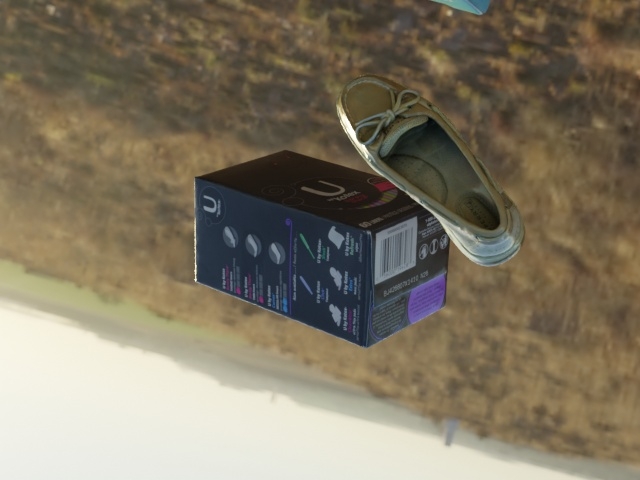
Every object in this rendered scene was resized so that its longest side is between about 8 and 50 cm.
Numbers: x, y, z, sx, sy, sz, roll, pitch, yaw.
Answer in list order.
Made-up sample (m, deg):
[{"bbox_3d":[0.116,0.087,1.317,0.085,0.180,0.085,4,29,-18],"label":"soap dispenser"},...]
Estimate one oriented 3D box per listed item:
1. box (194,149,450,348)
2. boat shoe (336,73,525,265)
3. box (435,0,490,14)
[{"bbox_3d":[0.000,0.000,1.350,0.270,0.143,0.165,18,-154,37],"label":"box"},{"bbox_3d":[0.062,-0.050,0.681,0.153,0.056,0.048,53,-179,24],"label":"boat shoe"},{"bbox_3d":[0.047,-0.217,0.423,0.101,0.244,0.060,20,-175,22],"label":"box"}]
